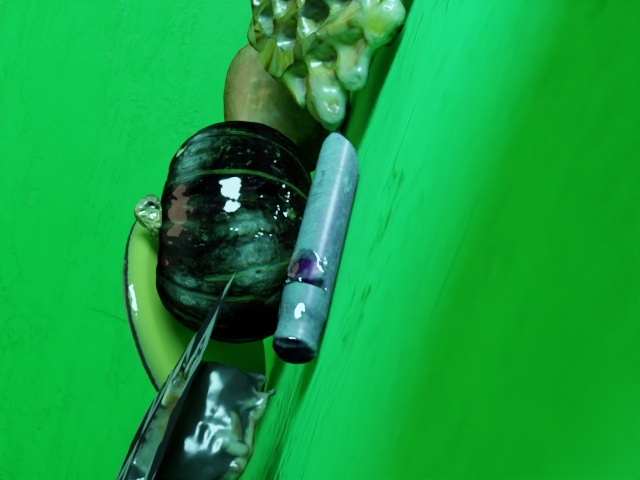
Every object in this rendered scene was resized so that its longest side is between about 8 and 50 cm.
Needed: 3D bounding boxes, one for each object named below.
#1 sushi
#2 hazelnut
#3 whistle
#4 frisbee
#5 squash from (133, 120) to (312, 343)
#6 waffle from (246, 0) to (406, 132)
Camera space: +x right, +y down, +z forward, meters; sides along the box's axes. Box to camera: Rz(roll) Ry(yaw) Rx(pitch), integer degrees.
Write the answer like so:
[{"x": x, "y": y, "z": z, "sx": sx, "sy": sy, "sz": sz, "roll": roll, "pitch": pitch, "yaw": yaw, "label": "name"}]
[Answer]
[{"x": -0.115, "y": 0.204, "z": 0.509, "sx": 0.294, "sy": 0.059, "sz": 0.292, "roll": -52, "pitch": 15, "yaw": 50, "label": "sushi"}, {"x": -0.035, "y": -0.146, "z": 0.882, "sx": 0.150, "sy": 0.150, "sz": 0.150, "roll": -163, "pitch": 90, "yaw": -86, "label": "hazelnut"}, {"x": 0.000, "y": 0.000, "z": 0.523, "sx": 0.033, "sy": 0.033, "sz": 0.176, "roll": 113, "pitch": 172, "yaw": -53, "label": "whistle"}, {"x": -0.111, "y": 0.076, "z": 0.767, "sx": 0.236, "sy": 0.017, "sz": 0.236, "roll": 55, "pitch": -157, "yaw": -37, "label": "frisbee"}, {"x": -0.073, "y": -0.007, "z": 0.694, "sx": 0.193, "sy": 0.156, "sz": 0.193, "roll": 161, "pitch": 90, "yaw": -85, "label": "squash"}, {"x": 0.005, "y": -0.212, "z": 0.628, "sx": 0.204, "sy": 0.054, "sz": 0.223, "roll": -62, "pitch": 38, "yaw": 23, "label": "waffle"}]
